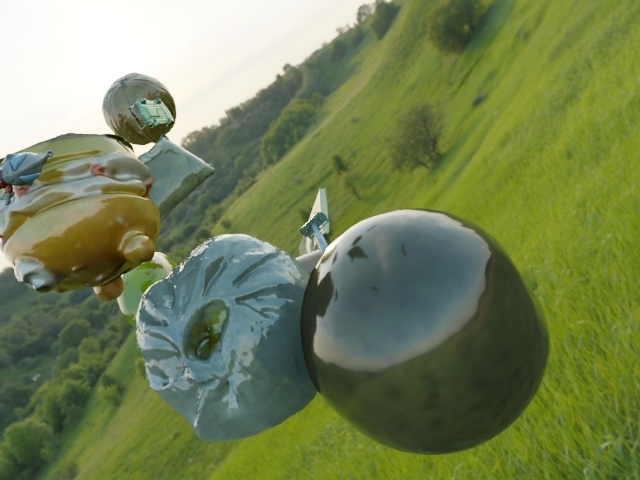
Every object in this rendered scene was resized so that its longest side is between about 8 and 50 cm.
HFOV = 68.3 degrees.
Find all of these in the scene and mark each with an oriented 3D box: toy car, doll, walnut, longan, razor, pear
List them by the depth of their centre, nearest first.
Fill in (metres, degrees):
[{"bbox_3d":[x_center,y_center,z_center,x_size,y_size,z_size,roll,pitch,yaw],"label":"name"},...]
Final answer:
[{"bbox_3d":[-0.418,-0.095,0.647,0.114,0.057,0.039,-47,14,-32],"label":"doll"},{"bbox_3d":[0.143,0.118,0.670,0.361,0.361,0.361,-33,18,12],"label":"longan"},{"bbox_3d":[-0.336,-0.256,0.953,0.035,0.059,0.122,-29,11,12],"label":"toy car"},{"bbox_3d":[0.000,0.000,0.983,0.068,0.040,0.135,-46,33,15],"label":"razor"},{"bbox_3d":[-0.436,0.125,1.233,0.187,0.187,0.219,-27,57,28],"label":"pear"},{"bbox_3d":[-0.571,-0.412,1.502,0.228,0.228,0.228,-33,18,12],"label":"walnut"}]

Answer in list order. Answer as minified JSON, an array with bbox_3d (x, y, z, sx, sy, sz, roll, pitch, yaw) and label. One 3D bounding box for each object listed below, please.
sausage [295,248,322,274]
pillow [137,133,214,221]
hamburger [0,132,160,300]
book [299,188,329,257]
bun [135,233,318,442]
[{"bbox_3d":[0.047,0.070,1.330,0.253,0.123,0.123,-20,18,-1],"label":"sausage"},{"bbox_3d":[-0.437,-0.155,1.253,0.302,0.185,0.075,-54,-2,-35],"label":"pillow"},{"bbox_3d":[-0.408,-0.022,0.811,0.276,0.236,0.276,-26,-12,-6],"label":"hamburger"},{"bbox_3d":[-0.022,0.003,1.482,0.289,0.026,0.201,110,161,-44],"label":"book"},{"bbox_3d":[-0.146,0.168,0.798,0.354,0.354,0.194,-36,-7,2],"label":"bun"}]
